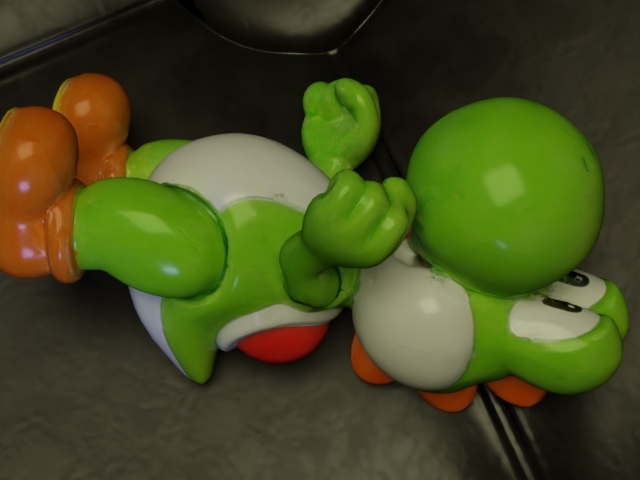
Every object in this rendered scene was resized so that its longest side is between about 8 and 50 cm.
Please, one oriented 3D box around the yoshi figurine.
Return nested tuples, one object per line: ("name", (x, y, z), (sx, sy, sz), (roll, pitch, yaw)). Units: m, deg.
("yoshi figurine", (0.007, -0.027, 0.946), (0.362, 0.203, 0.203), (15, 68, 7))
